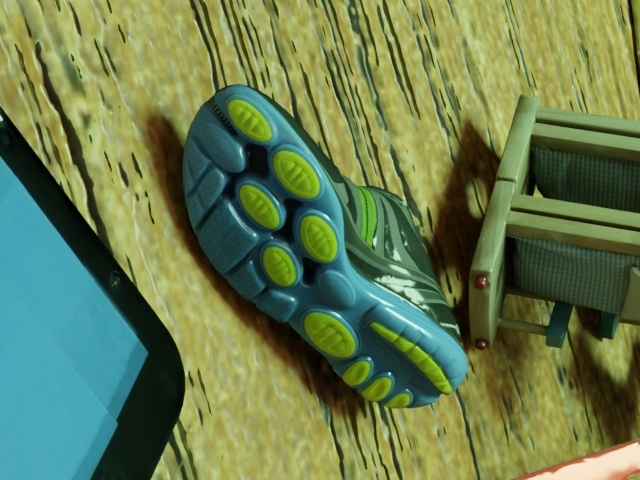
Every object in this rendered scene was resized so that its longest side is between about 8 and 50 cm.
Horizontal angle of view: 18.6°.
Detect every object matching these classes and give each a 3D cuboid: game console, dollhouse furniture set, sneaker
[{"bbox_3d":[-0.110,0.022,0.616,0.173,0.250,0.293,-46,120,-20],"label":"game console"},{"bbox_3d":[0.156,0.039,1.049,0.184,0.129,0.129,84,21,-50],"label":"dollhouse furniture set"},{"bbox_3d":[0.000,0.000,0.874,0.188,0.067,0.078,48,23,-33],"label":"sneaker"}]

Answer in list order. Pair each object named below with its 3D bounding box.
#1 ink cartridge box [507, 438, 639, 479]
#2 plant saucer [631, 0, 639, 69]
[{"bbox_3d":[0.195,0.226,0.957,0.296,0.066,0.261,-13,90,-29],"label":"ink cartridge box"},{"bbox_3d":[0.324,-0.136,1.347,0.333,0.081,0.333,8,73,-53],"label":"plant saucer"}]
